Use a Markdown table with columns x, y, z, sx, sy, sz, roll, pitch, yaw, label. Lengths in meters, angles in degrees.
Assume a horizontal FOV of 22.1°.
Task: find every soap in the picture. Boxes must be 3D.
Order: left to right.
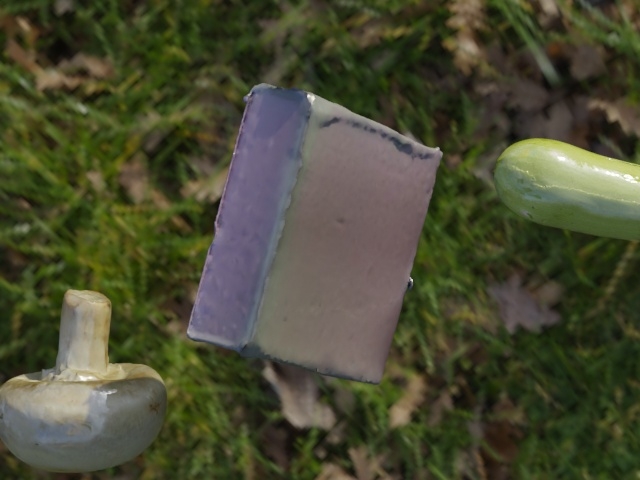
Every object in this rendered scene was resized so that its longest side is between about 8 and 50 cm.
| x | y | z | sx | sy | sz | roll | pitch | yaw | label |
| --- | --- | --- | --- | --- | --- | --- | --- | --- | --- |
| 0.000 | 0.000 | 1.836 | 0.107 | 0.285 | 0.296 | 12 | 85 | 34 | soap |

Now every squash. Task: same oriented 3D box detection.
| x | y | z | sx | sy | sz | roll | pitch | yaw | label |
| --- | --- | --- | --- | --- | --- | --- | --- | --- | --- |
| 0.285 | -0.043 | 1.558 | 0.250 | 0.083 | 0.083 | 10 | 60 | -6 | squash |

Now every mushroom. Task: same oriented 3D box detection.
| x | y | z | sx | sy | sz | roll | pitch | yaw | label |
| --- | --- | --- | --- | --- | --- | --- | --- | --- | --- |
| -0.284 | 0.167 | 1.947 | 0.207 | 0.207 | 0.215 | 3 | 92 | 31 | mushroom |
